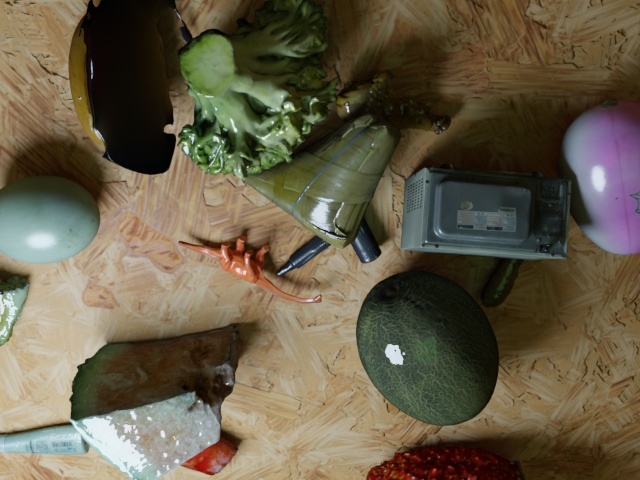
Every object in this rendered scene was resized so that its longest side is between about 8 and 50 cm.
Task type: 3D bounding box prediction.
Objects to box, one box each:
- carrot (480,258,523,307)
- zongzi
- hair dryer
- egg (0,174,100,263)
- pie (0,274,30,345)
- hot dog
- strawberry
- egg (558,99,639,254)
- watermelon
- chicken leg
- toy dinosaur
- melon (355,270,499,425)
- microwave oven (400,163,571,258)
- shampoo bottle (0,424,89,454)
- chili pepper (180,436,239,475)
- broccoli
[{"bbox_3d":[0.372,0.019,1.221,0.049,0.049,0.254,21,105,-11],"label":"carrot"},{"bbox_3d":[-0.010,-0.139,1.074,0.256,0.115,0.228,34,115,24],"label":"zongzi"},{"bbox_3d":[-0.011,-0.010,1.189,0.195,0.050,0.173,-24,108,10],"label":"hair dryer"},{"bbox_3d":[-0.470,-0.035,1.096,0.193,0.149,0.149,-4,112,0],"label":"egg"},{"bbox_3d":[-0.690,0.091,1.182,0.303,0.067,0.302,-1,111,-2],"label":"pie"},{"bbox_3d":[-0.309,-0.276,1.028,0.194,0.107,0.325,10,90,-48],"label":"hot dog"},{"bbox_3d":[0.268,0.565,1.333,0.344,0.292,0.292,1,113,16],"label":"strawberry"},{"bbox_3d":[0.506,-0.104,1.098,0.196,0.196,0.271,-22,127,6],"label":"egg"},{"bbox_3d":[-0.285,0.294,1.182,0.302,0.264,0.151,-8,113,-3],"label":"watermelon"},{"bbox_3d":[0.126,-0.226,1.090,0.208,0.085,0.101,9,100,-16],"label":"chicken leg"},{"bbox_3d":[-0.123,0.047,1.189,0.280,0.055,0.101,22,134,3],"label":"toy dinosaur"},{"bbox_3d":[0.196,0.197,1.175,0.238,0.237,0.301,-30,116,9],"label":"melon"},{"bbox_3d":[0.273,-0.045,1.097,0.241,0.194,0.145,5,84,-4],"label":"microwave oven"},{"bbox_3d":[-0.576,0.413,1.331,0.191,0.041,0.069,-4,118,-1],"label":"shampoo bottle"},{"bbox_3d":[-0.267,0.420,1.329,0.192,0.084,0.086,32,75,-17],"label":"chili pepper"},{"bbox_3d":[-0.103,-0.236,0.975,0.248,0.245,0.288,-1,96,14],"label":"broccoli"}]
